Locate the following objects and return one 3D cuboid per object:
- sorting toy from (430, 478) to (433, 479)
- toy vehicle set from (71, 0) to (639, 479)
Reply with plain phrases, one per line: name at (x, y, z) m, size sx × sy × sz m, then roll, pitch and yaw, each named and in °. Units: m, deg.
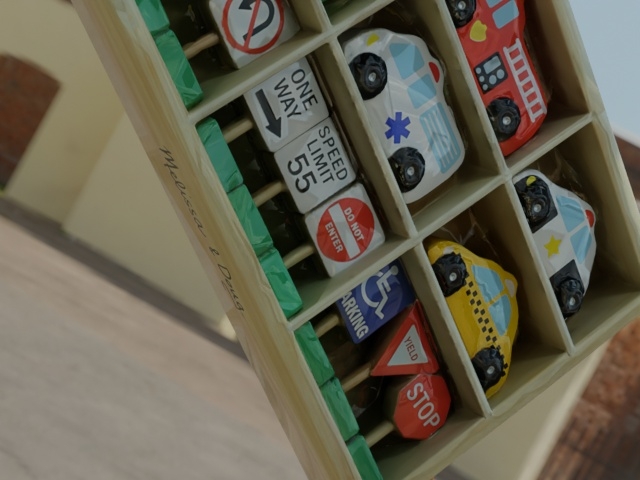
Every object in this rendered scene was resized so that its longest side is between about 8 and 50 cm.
sorting toy at (0.138, 0.299, 1.139) m, size 0.307 × 0.041 × 0.229 m, roll 42°, pitch -26°, yaw 35°
toy vehicle set at (0.022, -0.046, 0.519) m, size 0.035 × 0.166 × 0.266 m, roll 21°, pitch -39°, yaw 56°
